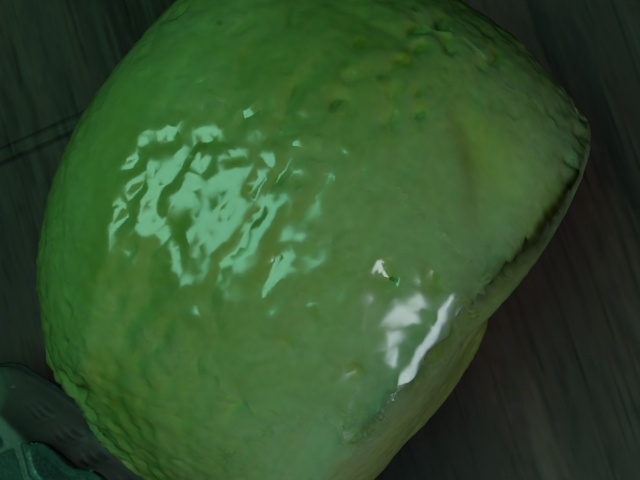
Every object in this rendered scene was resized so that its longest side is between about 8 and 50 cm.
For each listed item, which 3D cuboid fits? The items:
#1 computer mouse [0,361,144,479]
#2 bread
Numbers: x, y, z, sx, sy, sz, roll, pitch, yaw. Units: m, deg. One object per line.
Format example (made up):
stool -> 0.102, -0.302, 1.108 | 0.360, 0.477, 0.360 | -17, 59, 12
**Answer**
computer mouse -> -0.165, 0.204, 1.171 | 0.389, 0.115, 0.199 | 45, 115, 30
bread -> -0.009, -0.007, 0.997 | 0.237, 0.320, 0.320 | 38, 102, 10
